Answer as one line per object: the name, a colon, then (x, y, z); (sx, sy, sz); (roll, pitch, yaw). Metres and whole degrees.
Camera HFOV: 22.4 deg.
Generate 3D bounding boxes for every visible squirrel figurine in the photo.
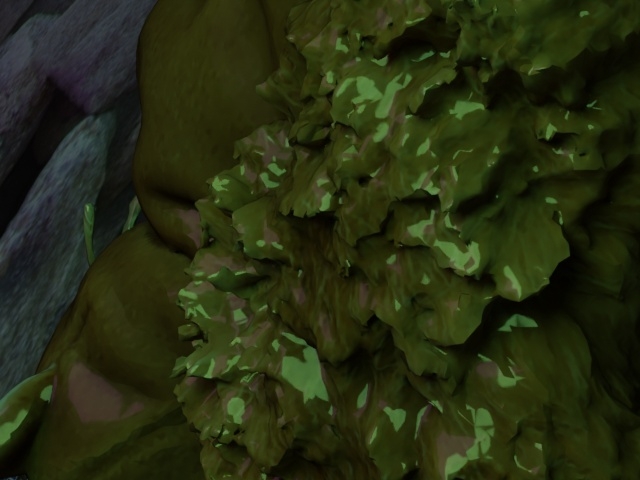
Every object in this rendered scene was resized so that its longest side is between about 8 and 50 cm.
squirrel figurine: (0.000, 0.000, 0.660); (0.370, 0.281, 0.397); (-55, 22, 12)

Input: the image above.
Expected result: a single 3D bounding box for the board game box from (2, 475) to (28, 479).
board game box: (-0.170, 0.187, 0.975); (0.136, 0.035, 0.201); (-57, 26, -5)
